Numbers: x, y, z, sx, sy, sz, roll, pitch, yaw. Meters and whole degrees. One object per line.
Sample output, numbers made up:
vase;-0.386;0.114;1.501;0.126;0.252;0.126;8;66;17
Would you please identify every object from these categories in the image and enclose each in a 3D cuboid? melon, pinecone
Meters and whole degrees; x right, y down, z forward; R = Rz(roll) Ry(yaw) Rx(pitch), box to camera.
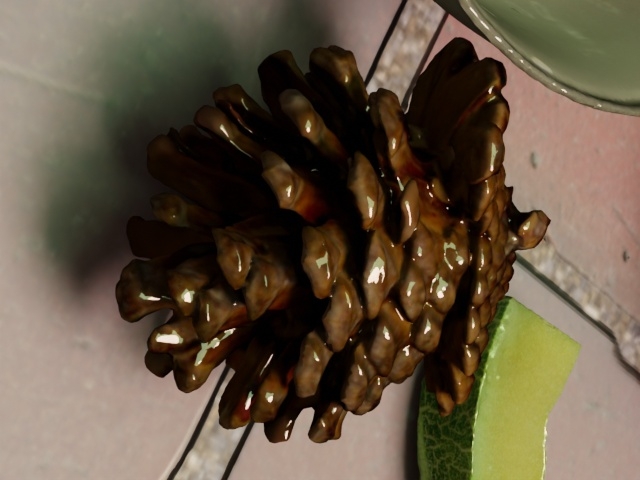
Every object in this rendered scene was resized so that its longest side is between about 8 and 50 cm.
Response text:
melon;0.100;0.127;0.981;0.118;0.064;0.209;-8;100;-40
pinecone;0.003;0.001;0.809;0.195;0.150;0.179;-24;130;-35

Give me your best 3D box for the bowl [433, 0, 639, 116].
bowl;0.097;-0.229;0.853;0.337;0.157;0.337;-7;101;-41
